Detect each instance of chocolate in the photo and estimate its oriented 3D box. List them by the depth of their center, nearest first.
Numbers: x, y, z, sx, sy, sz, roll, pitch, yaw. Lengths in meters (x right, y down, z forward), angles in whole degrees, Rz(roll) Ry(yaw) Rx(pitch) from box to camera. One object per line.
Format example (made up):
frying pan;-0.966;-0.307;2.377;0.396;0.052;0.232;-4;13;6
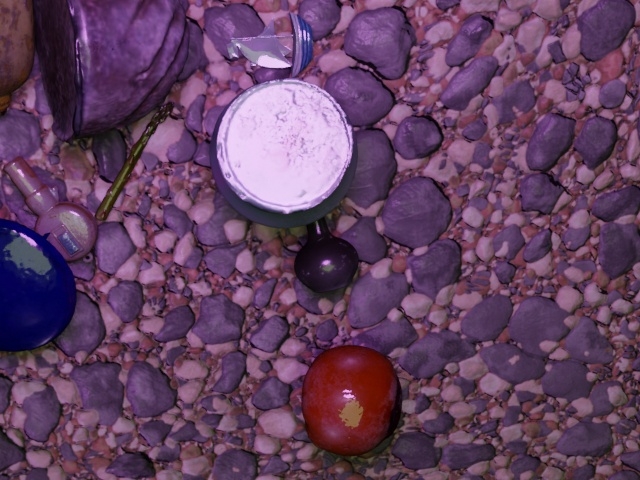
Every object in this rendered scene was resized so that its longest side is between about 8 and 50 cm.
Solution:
chocolate;-0.313;-0.304;1.282;0.213;0.303;0.303;-11;110;-26

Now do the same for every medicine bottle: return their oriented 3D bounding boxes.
medicine bottle;-0.056;-0.141;1.324;0.245;0.290;0.245;0;90;-3

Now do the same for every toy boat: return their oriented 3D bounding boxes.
toy boat;-0.078;-0.325;1.427;0.149;0.034;0.105;-26;108;-2

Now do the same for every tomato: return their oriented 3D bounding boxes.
tomato;0.062;0.301;1.561;0.184;0.208;0.208;-3;109;7

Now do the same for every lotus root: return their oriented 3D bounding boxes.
lotus root;-0.529;-0.339;1.289;0.173;0.173;0.309;-6;116;-8

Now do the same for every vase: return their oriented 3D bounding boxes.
vase;0.000;0.000;1.511;0.120;0.120;0.183;-15;96;-5

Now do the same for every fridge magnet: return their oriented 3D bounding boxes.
fridge magnet;-0.545;0.073;1.414;0.265;0.113;0.266;2;119;3

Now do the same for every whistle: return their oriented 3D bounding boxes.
whistle;-0.467;-0.048;1.437;0.107;0.057;0.220;-31;108;7

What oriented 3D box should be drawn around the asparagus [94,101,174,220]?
asparagus;-0.327;-0.140;1.450;0.248;0.024;0.025;-57;150;10
